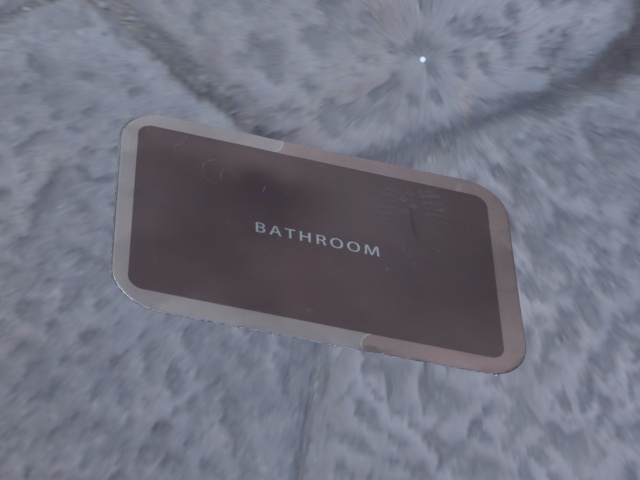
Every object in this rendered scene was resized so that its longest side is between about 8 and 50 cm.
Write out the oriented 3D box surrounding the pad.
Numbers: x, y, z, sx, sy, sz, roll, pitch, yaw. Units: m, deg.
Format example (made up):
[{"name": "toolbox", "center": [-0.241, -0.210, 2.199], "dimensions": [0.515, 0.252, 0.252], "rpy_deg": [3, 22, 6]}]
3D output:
[{"name": "pad", "center": [0.000, 0.000, 1.240], "dimensions": [0.266, 0.176, 0.002], "rpy_deg": [11, 133, -13]}]
